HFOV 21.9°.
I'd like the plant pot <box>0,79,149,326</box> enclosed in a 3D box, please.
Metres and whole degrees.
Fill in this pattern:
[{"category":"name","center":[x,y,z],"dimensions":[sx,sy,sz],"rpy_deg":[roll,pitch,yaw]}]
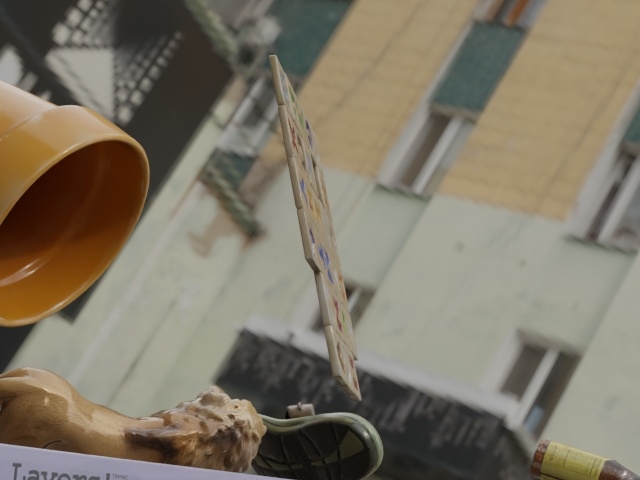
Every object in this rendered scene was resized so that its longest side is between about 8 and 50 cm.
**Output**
[{"category":"plant pot","center":[-0.291,-0.058,1.491],"dimensions":[0.188,0.205,0.205],"rpy_deg":[38,-17,23]}]

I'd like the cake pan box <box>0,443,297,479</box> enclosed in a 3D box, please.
[{"category":"cake pan box","center":[-0.160,0.188,0.943],"dimensions":[0.267,0.070,0.246],"rpy_deg":[8,-30,-14]}]

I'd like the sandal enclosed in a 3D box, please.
[{"category":"sandal","center":[-0.012,0.270,2.223],"dimensions":[0.303,0.086,0.120],"rpy_deg":[-5,-66,48]}]

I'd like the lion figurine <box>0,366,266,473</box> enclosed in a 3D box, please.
[{"category":"lion figurine","center":[-0.262,0.217,1.830],"dimensions":[0.240,0.142,0.392],"rpy_deg":[-31,-34,33]}]

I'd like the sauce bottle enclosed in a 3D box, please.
[{"category":"sauce bottle","center":[0.267,0.228,1.590],"dimensions":[0.128,0.042,0.042],"rpy_deg":[17,-24,17]}]

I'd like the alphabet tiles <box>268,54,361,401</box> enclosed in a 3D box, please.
[{"category":"alphabet tiles","center":[0.000,0.000,1.268],"dimensions":[0.009,0.237,0.198],"rpy_deg":[-12,-15,5]}]
